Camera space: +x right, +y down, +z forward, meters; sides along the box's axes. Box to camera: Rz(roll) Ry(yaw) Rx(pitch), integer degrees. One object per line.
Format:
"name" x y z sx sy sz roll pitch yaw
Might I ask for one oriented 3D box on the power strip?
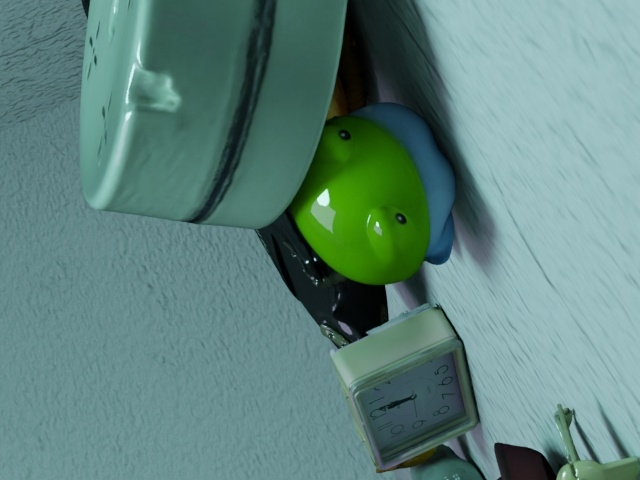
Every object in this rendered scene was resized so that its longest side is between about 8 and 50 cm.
"power strip" -0.106 -0.189 0.956 0.357 0.161 0.358 -174 90 -70

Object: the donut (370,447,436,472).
"donut" 0.122 0.242 1.563 0.190 0.074 0.174 107 161 -47

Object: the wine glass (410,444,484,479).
"wine glass" 0.190 0.356 1.527 0.093 0.093 0.202 67 172 -16

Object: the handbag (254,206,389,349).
"handbag" 0.000 0.000 1.357 0.342 0.152 0.288 64 -176 -45

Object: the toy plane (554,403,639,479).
"toy plane" 0.218 0.248 0.844 0.229 0.092 0.244 -94 -11 -56

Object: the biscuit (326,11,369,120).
"biscuit" -0.017 -0.255 1.177 0.305 0.038 0.305 157 90 -83

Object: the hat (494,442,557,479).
"hat" 0.195 0.285 1.002 0.205 0.089 0.205 61 -170 -19

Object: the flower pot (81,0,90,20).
"flower pot" -0.219 -0.292 1.820 0.379 0.251 0.379 155 90 -87

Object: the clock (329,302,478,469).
"clock" 0.103 0.181 1.319 0.192 0.147 0.071 72 172 -46

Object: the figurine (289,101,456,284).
"figurine" 0.053 -0.037 0.995 0.162 0.143 0.263 62 -174 7
